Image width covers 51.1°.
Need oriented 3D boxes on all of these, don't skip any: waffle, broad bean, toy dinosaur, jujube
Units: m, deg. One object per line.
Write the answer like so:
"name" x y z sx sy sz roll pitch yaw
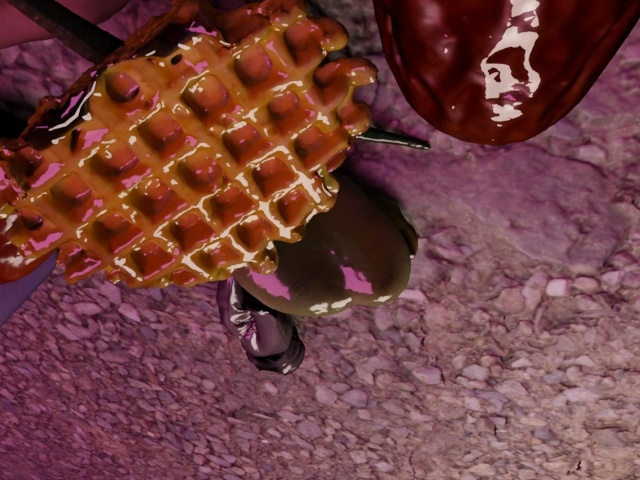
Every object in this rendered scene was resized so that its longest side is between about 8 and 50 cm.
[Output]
"waffle" -0.104 -0.072 0.569 0.307 0.060 0.312 9 125 -34
"broad bean" 0.000 0.000 0.745 0.227 0.169 0.100 -2 -177 -15
"toy dinosaur" -0.094 -0.154 0.583 0.446 0.087 0.301 -2 154 -8
"jujube" 0.124 -0.214 0.434 0.223 0.223 0.318 8 142 13

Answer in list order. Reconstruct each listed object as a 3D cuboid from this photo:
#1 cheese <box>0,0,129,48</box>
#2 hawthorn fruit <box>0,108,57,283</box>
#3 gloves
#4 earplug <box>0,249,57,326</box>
"cheese" -0.276 -0.285 0.559 0.247 0.251 0.174 -10 147 -18
"hawthorn fruit" -0.398 -0.031 0.803 0.189 0.252 0.189 19 174 2
"gloves" -0.074 0.089 0.875 0.119 0.142 0.286 -8 135 -10
"earplug" -0.556 0.126 0.855 0.215 0.456 0.215 13 136 13
